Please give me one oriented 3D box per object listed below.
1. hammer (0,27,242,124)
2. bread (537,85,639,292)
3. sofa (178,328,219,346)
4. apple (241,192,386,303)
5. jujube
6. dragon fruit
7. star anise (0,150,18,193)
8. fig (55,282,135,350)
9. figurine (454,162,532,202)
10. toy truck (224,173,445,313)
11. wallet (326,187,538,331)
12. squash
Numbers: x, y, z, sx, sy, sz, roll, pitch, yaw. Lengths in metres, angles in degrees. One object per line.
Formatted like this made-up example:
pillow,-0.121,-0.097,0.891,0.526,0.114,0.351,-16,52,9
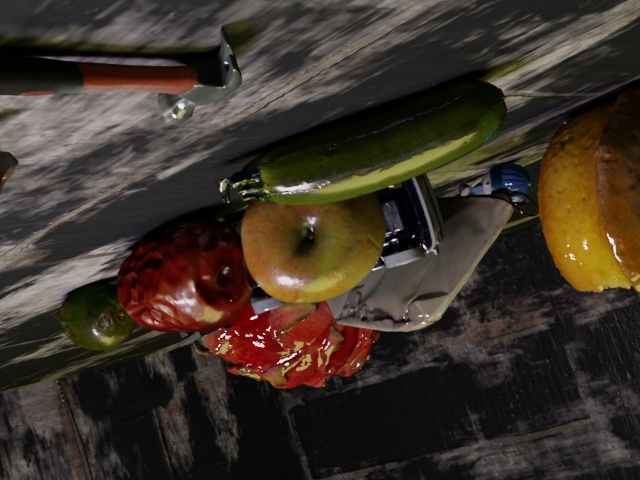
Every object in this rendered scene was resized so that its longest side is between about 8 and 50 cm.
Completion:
hammer,-0.166,-0.108,0.677,0.111,0.033,0.288,-23,171,41
bread,0.420,-0.099,1.454,0.194,0.179,0.340,-16,-140,54
sofa,-0.222,0.089,1.586,0.060,0.147,0.085,-15,173,-45
apple,-0.008,-0.009,1.271,0.182,0.182,0.155,-18,-179,2
jujube,-0.192,0.055,1.404,0.155,0.155,0.230,-11,175,-44
dragon fruit,-0.047,0.119,1.757,0.342,0.277,0.277,16,156,-28
star anise,-0.336,-0.024,0.719,0.236,0.093,0.229,-13,178,-3
fig,-0.391,0.123,1.691,0.177,0.117,0.117,4,-174,32
figurine,0.305,-0.089,1.815,0.149,0.087,0.086,-26,-154,55
toy truck,0.000,0.000,1.486,0.367,0.146,0.175,-17,-179,23
wallet,0.146,0.024,1.561,0.335,0.068,0.275,3,-128,55
squash,0.044,-0.093,1.105,0.331,0.087,0.087,-17,173,5
